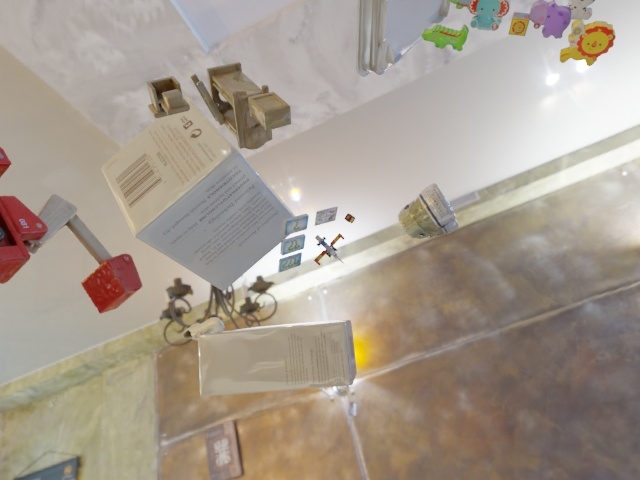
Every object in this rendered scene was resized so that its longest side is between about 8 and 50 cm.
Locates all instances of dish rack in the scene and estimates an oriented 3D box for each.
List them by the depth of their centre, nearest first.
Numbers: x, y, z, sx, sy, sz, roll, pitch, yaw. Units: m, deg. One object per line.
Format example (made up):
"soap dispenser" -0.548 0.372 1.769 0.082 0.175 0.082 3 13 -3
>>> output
"dish rack" 0.193 -0.515 0.927 0.333 0.072 0.285 -48 -24 -27

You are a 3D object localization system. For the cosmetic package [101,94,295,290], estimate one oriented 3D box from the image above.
"cosmetic package" -0.334 -0.125 1.309 0.327 0.329 0.393 -41 -34 -1

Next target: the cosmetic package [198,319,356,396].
"cosmetic package" -0.101 0.290 1.139 0.366 0.155 0.197 -8 -9 8

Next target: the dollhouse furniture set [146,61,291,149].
"dollhouse furniture set" -0.156 -0.176 0.685 0.161 0.182 0.101 -21 -43 -22

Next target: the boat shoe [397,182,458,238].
"boat shoe" 0.212 -0.055 0.908 0.094 0.109 0.302 -29 -10 15

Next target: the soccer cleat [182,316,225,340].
"soccer cleat" -0.402 0.313 1.555 0.196 0.068 0.076 -20 8 43

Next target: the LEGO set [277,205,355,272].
"LEGO set" 0.000 0.000 1.275 0.244 0.060 0.182 -17 -48 -34

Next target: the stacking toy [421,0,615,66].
"stacking toy" 0.263 -0.304 0.601 0.221 0.167 0.052 14 -42 15

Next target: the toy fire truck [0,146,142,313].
"toy fire truck" -0.271 -0.014 0.427 0.047 0.192 0.135 -37 -9 20
